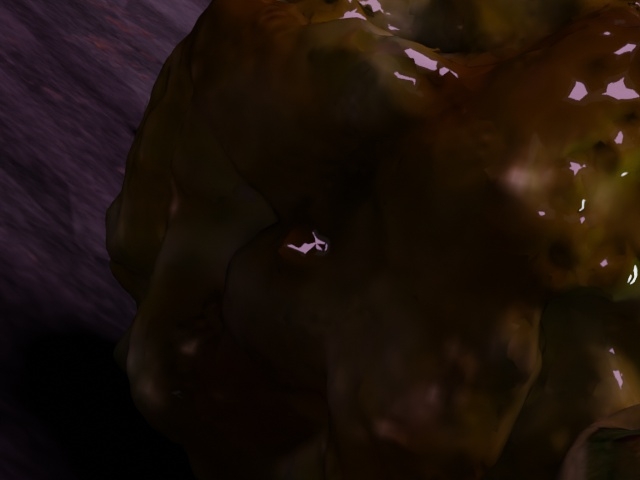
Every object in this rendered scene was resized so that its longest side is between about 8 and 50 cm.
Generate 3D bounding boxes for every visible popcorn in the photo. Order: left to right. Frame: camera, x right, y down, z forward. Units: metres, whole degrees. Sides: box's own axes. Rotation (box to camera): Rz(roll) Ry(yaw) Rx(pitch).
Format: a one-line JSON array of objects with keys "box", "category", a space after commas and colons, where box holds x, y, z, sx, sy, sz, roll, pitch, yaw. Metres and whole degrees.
[{"box": [0.044, 0.012, 0.561, 0.247, 0.282, 0.282, 22, 19, -52], "category": "popcorn"}]

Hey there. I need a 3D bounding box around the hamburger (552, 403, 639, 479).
[{"box": [0.146, 0.170, 0.384, 0.134, 0.265, 0.285, -13, -30, 40], "category": "hamburger"}]

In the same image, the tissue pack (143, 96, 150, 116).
[{"box": [0.000, 0.000, 0.957, 0.170, 0.071, 0.325, 34, 10, -33], "category": "tissue pack"}]
